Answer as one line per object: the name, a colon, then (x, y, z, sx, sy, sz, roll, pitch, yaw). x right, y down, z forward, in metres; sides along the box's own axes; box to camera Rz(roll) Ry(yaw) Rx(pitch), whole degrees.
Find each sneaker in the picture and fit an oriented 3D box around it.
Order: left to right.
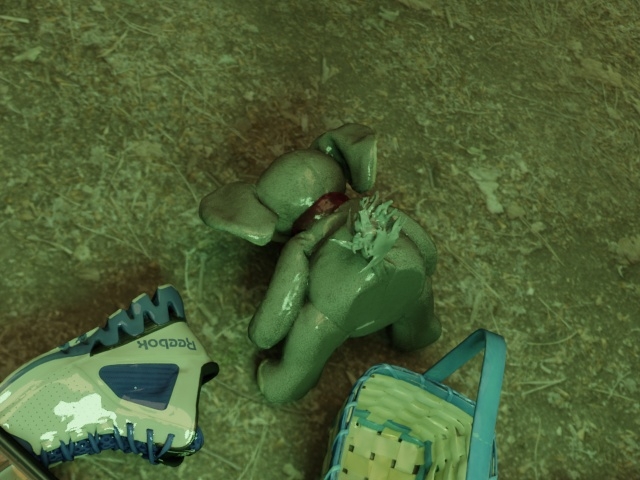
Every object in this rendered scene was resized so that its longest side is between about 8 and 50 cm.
sneaker: (-0.231, 0.196, 0.931, 0.315, 0.127, 0.182, -36, 77, -32)

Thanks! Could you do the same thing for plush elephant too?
plush elephant: (0.000, 0.000, 1.051, 0.272, 0.330, 0.255, -22, 53, -20)

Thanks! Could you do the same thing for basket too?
basket: (0.109, 0.251, 0.923, 0.201, 0.289, 0.254, 22, 59, -7)

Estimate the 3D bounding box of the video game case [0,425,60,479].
video game case: (-0.358, 0.309, 0.791, 0.275, 0.035, 0.248, 41, 77, 4)
